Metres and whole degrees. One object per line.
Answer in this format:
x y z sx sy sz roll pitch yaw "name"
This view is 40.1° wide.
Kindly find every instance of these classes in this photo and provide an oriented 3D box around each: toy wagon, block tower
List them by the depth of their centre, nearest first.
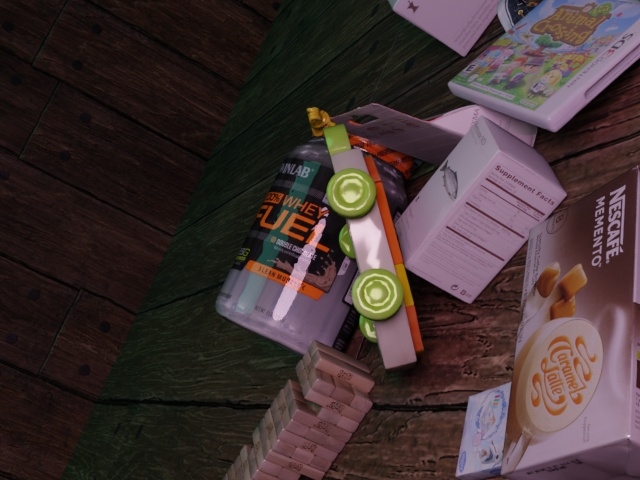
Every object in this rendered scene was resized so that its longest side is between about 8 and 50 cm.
0.054 -0.010 1.083 0.267 0.068 0.344 71 -175 -77 "toy wagon"
-0.054 0.305 1.205 0.335 0.097 0.091 -59 18 11 "block tower"

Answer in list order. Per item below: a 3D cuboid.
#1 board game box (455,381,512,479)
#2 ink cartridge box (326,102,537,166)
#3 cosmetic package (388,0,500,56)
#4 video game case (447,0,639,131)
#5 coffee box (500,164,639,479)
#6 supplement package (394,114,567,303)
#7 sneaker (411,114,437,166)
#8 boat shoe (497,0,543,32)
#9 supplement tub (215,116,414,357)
0.175 0.189 0.873 0.090 0.020 0.090 -35 32 53 "board game box"
0.136 -0.150 1.140 0.181 0.224 0.056 -2 70 68 "ink cartridge box"
0.209 -0.428 1.462 0.151 0.151 0.184 -54 20 22 "cosmetic package"
0.275 -0.218 1.020 0.193 0.023 0.212 -41 30 -5 "video game case"
0.241 0.082 0.725 0.141 0.098 0.247 -37 31 52 "coffee box"
0.184 -0.036 1.038 0.179 0.105 0.105 -53 19 23 "supplement package"
0.159 -0.160 1.400 0.098 0.038 0.069 -43 23 23 "sneaker"
0.298 -0.299 1.194 0.083 0.065 0.183 -42 31 32 "boat shoe"
0.000 0.000 1.319 0.338 0.207 0.207 -65 18 -9 "supplement tub"
